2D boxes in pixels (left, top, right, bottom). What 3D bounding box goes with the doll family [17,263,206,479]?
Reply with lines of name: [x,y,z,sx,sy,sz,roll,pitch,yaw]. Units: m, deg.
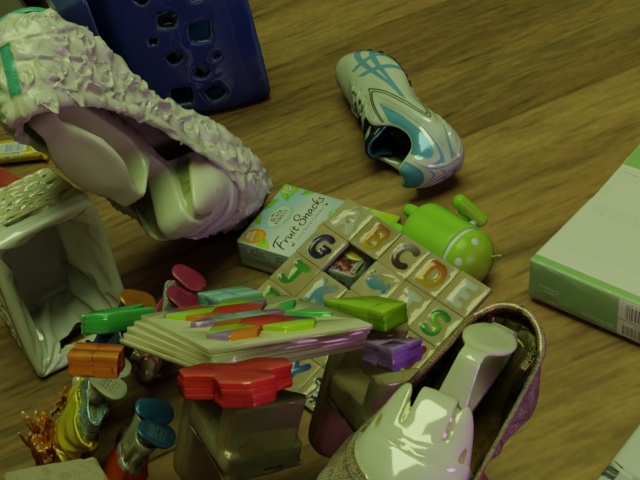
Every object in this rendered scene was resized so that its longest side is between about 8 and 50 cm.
doll family: [-0.198,0.133,1.381,0.118,0.163,0.263,23,41,-12]

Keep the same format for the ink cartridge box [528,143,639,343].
ink cartridge box: [0.337,0.000,1.503,0.171,0.056,0.235,24,48,31]

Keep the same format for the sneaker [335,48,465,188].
sneaker: [0.069,-0.138,1.684,0.086,0.085,0.237,-19,41,-19]

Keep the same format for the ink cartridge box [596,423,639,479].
ink cartridge box: [0.285,0.237,1.224,0.139,0.082,0.190,24,49,31]

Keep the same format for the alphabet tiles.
alphabet tiles: [0.042,0.080,1.460,0.237,0.009,0.198,34,72,35]

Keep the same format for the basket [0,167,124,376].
basket: [-0.270,0.028,1.501,0.113,0.167,0.103,-28,38,-20]

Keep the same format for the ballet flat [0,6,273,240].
ballet flat: [-0.180,-0.072,1.473,0.147,0.409,0.147,-16,59,29]

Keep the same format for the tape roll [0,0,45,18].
tape roll: [-0.367,-0.364,1.895,0.246,0.246,0.169,-34,47,-26]

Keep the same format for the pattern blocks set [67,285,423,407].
pattern blocks set: [-0.059,0.071,1.196,0.285,0.026,0.325,-10,10,-39]

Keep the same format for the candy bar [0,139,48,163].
candy bar: [-0.390,-0.098,1.770,0.161,0.018,0.040,-7,45,2]

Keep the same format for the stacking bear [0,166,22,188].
stacking bear: [-0.436,0.034,1.532,0.164,0.175,0.289,-13,42,43]

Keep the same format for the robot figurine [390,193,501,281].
robot figurine: [0.124,0.006,1.524,0.115,0.067,0.101,33,82,36]

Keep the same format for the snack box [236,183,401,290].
snack box: [0.000,0.000,1.576,0.141,0.037,0.100,17,47,27]

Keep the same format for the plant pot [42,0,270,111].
plant pot: [-0.210,-0.278,1.789,0.212,0.236,0.236,-24,43,-7]

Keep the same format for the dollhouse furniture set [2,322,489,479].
dollhouse furniture set: [-0.035,0.287,1.146,0.394,0.256,0.362,-6,37,-29]

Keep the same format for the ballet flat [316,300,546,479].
ballet flat: [0.081,0.132,1.087,0.107,0.106,0.316,26,34,12]
